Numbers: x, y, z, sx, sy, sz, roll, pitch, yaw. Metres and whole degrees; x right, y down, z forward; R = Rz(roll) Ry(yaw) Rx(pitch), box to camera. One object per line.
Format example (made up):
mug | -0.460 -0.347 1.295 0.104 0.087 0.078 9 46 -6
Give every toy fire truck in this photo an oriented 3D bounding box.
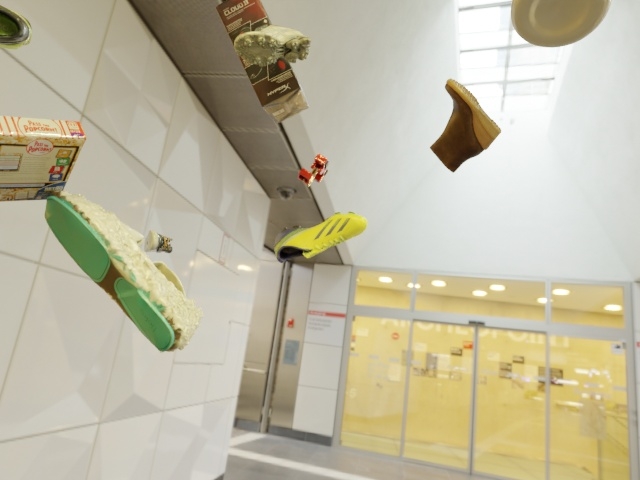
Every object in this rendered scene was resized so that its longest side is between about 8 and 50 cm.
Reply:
toy fire truck | -0.025 -0.247 1.678 0.047 0.135 0.192 34 -13 7

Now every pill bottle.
pill bottle | 0.534 -0.605 1.000 0.187 0.334 0.188 15 -29 8

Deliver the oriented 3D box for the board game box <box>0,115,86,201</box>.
board game box | -0.544 -0.145 0.842 0.146 0.045 0.193 -10 -25 -50

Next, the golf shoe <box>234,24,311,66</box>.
golf shoe | -0.110 -0.422 0.963 0.176 0.086 0.069 -12 -34 -33

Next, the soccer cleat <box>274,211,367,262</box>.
soccer cleat | 0.000 0.001 1.298 0.289 0.121 0.093 -13 -43 20

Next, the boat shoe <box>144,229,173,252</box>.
boat shoe | -0.510 0.005 1.448 0.083 0.065 0.183 3 -7 -27

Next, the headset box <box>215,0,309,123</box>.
headset box | -0.147 -0.475 1.169 0.110 0.293 0.218 -25 1 5

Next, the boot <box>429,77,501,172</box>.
boot | 0.426 -0.365 1.454 0.207 0.248 0.090 -40 1 36

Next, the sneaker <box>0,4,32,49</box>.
sneaker | -0.796 -0.502 0.981 0.300 0.111 0.121 -2 15 -39

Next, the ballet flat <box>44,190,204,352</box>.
ballet flat | -0.404 0.059 0.960 0.409 0.147 0.147 51 -20 -1
